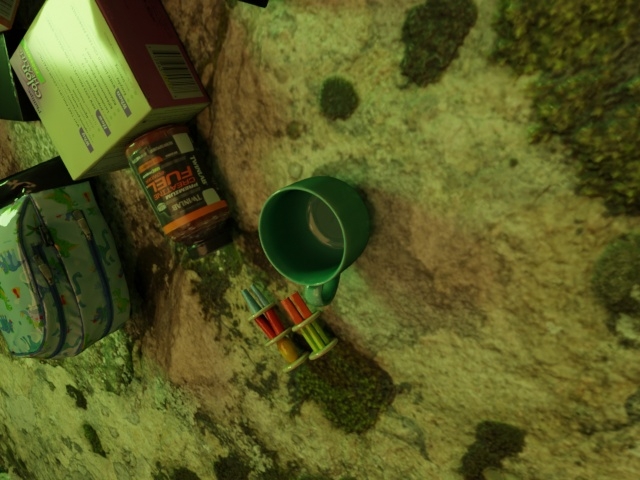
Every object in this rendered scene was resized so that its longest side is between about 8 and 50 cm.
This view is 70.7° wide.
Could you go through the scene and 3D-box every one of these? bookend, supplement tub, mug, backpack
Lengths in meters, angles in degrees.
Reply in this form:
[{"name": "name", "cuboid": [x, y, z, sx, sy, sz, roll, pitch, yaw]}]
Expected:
[{"name": "bookend", "cuboid": [-0.585, -0.310, 0.852, 0.157, 0.072, 0.156, 12, 114, 29]}, {"name": "supplement tub", "cuboid": [-0.209, -0.070, 0.695, 0.106, 0.106, 0.197, -23, 97, 36]}, {"name": "mug", "cuboid": [-0.005, -0.008, 0.596, 0.129, 0.097, 0.157, 36, 124, 15]}, {"name": "backpack", "cuboid": [-0.520, 0.048, 0.871, 0.290, 0.273, 0.355, -9, 116, 28]}]

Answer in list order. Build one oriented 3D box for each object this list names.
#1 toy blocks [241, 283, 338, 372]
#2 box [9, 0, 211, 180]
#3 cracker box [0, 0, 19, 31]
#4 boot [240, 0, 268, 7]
[{"name": "toy blocks", "cuboid": [-0.057, 0.122, 0.708, 0.123, 0.054, 0.148, -36, 88, 37]}, {"name": "box", "cuboid": [-0.324, -0.243, 0.689, 0.243, 0.117, 0.213, -23, 96, 36]}, {"name": "cracker box", "cuboid": [-0.601, -0.435, 0.776, 0.232, 0.067, 0.155, 7, 82, 29]}, {"name": "boot", "cuboid": [-0.216, -0.505, 0.496, 0.445, 0.146, 0.366, 27, 124, 22]}]
